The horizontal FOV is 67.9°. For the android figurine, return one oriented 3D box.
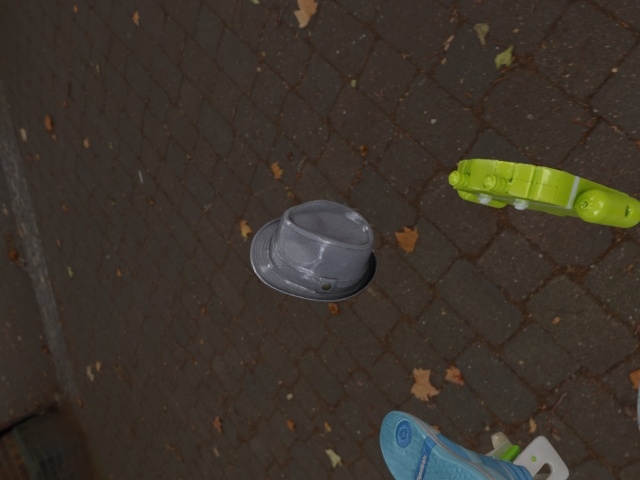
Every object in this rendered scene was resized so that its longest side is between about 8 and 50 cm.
[{"bbox_3d":[0.308,-0.066,0.681,0.248,0.273,0.056,22,103,58],"label":"android figurine"}]

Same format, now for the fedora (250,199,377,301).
[{"bbox_3d":[0.000,0.000,0.987,0.276,0.243,0.124,14,134,-6],"label":"fedora"}]

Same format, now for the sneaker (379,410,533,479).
[{"bbox_3d":[0.271,0.449,0.933,0.319,0.208,0.127,24,93,60],"label":"sneaker"}]

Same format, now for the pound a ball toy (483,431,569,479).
[{"bbox_3d":[0.404,0.562,1.061,0.135,0.319,0.208,58,147,12],"label":"pound a ball toy"}]

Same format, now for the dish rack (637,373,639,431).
[{"bbox_3d":[0.508,0.154,0.653,0.072,0.285,0.332,4,96,27],"label":"dish rack"}]
